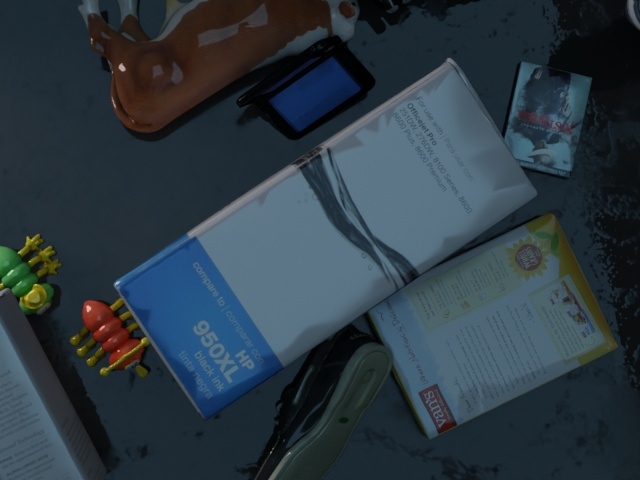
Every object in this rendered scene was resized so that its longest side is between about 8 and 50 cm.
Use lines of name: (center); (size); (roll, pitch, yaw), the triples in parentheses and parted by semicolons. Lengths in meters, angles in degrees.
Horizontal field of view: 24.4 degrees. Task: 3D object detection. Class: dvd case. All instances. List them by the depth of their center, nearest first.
dvd case: (0.257, -0.138, 1.694); (0.087, 0.013, 0.119); (14, 88, -3)

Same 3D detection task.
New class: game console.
game console: (-0.014, -0.162, 1.615); (0.122, 0.107, 0.071); (-34, 91, 17)

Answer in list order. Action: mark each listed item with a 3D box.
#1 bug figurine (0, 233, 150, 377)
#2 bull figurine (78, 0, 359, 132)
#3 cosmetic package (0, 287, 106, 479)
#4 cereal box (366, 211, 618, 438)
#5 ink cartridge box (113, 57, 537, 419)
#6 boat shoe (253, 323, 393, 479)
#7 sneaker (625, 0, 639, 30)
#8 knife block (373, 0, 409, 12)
bug figurine: (-0.332, 0.129, 1.619); (0.279, 0.072, 0.216); (-42, 90, -4)
bull figurine: (-0.109, -0.247, 1.635); (0.310, 0.101, 0.188); (-31, 86, -6)
cosmetic package: (-0.311, 0.174, 1.528); (0.085, 0.117, 0.231); (-28, 96, 0)
cereal box: (0.188, 0.095, 1.663); (0.240, 0.047, 0.173); (-25, 88, -3)
ink cartridge box: (0.000, 0.000, 1.537); (0.395, 0.285, 0.166); (-34, 91, -4)
boat shoe: (-0.011, 0.200, 1.644); (0.079, 0.084, 0.233); (35, 94, 38)
sneaker: (0.386, -0.249, 1.622); (0.226, 0.163, 0.086); (-13, 92, -30)
knife block: (0.019, -0.385, 1.652); (0.276, 0.088, 0.242); (13, 86, -3)
